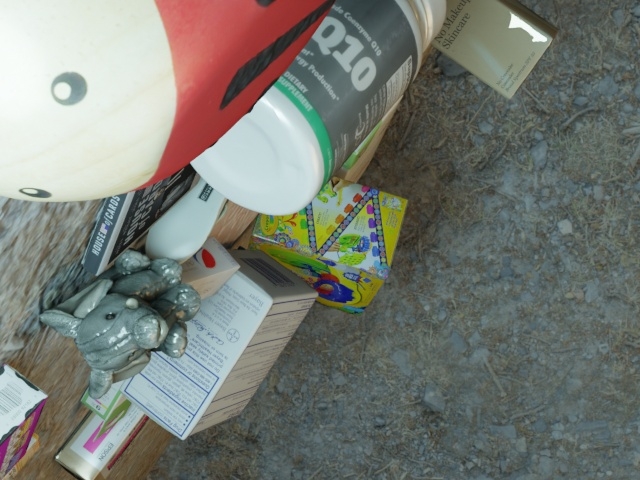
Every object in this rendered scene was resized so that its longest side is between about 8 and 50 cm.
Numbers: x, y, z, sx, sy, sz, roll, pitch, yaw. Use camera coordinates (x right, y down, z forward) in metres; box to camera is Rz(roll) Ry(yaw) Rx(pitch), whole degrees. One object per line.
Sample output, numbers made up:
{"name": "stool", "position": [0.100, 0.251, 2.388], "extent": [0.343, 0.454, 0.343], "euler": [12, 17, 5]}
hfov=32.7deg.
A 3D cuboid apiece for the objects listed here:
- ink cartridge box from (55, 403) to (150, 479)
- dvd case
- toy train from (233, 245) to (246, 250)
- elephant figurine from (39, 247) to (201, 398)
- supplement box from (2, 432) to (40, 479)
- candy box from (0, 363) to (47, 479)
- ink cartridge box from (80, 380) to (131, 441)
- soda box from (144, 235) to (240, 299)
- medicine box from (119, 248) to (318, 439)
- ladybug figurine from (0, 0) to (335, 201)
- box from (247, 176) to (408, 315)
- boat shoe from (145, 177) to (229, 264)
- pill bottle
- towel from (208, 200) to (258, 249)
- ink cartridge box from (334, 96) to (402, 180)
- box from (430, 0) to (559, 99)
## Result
{"name": "ink cartridge box", "position": [-0.409, 0.370, 2.149], "extent": [0.235, 0.088, 0.193], "euler": [-53, 176, -18]}
{"name": "dvd case", "position": [-0.200, -0.079, 1.368], "extent": [0.239, 0.029, 0.179], "euler": [-51, 174, -47]}
{"name": "toy train", "position": [-0.218, 0.083, 2.316], "extent": [0.166, 0.046, 0.125], "euler": [-57, 175, -8]}
{"name": "elephant figurine", "position": [-0.257, 0.107, 1.340], "extent": [0.239, 0.169, 0.186], "euler": [-53, 168, -69]}
{"name": "supplement box", "position": [-0.458, 0.325, 1.604], "extent": [0.098, 0.036, 0.062], "euler": [-52, 174, -26]}
{"name": "candy box", "position": [-0.432, 0.275, 1.279], "extent": [0.233, 0.071, 0.159], "euler": [-51, 175, -45]}
{"name": "ink cartridge box", "position": [-0.355, 0.245, 1.928], "extent": [0.209, 0.062, 0.109], "euler": [-58, 173, 27]}
{"name": "soda box", "position": [-0.215, 0.055, 1.646], "extent": [0.074, 0.069, 0.216], "euler": [-47, 167, 24]}
{"name": "medicine box", "position": [-0.169, 0.172, 1.887], "extent": [0.289, 0.149, 0.263], "euler": [-57, 166, 9]}
{"name": "ladybug figurine", "position": [-0.103, -0.178, 0.789], "extent": [0.449, 0.161, 0.305], "euler": [-51, 174, -41]}
{"name": "box", "position": [0.000, 0.000, 2.245], "extent": [0.290, 0.279, 0.177], "euler": [112, -5, -69]}
{"name": "boat shoe", "position": [-0.173, -0.047, 1.579], "extent": [0.219, 0.077, 0.070], "euler": [-55, 175, -13]}
{"name": "pill bottle", "position": [-0.001, -0.214, 1.330], "extent": [0.361, 0.204, 0.204], "euler": [-52, 175, -36]}
{"name": "towel", "position": [-0.129, -0.098, 1.842], "extent": [0.317, 0.053, 0.332], "euler": [-52, 174, -27]}
{"name": "ink cartridge box", "position": [0.047, -0.205, 2.456], "extent": [0.207, 0.119, 0.353], "euler": [-53, 174, -28]}
{"name": "box", "position": [0.277, -0.418, 2.047], "extent": [0.148, 0.311, 0.121], "euler": [-57, 175, 25]}
